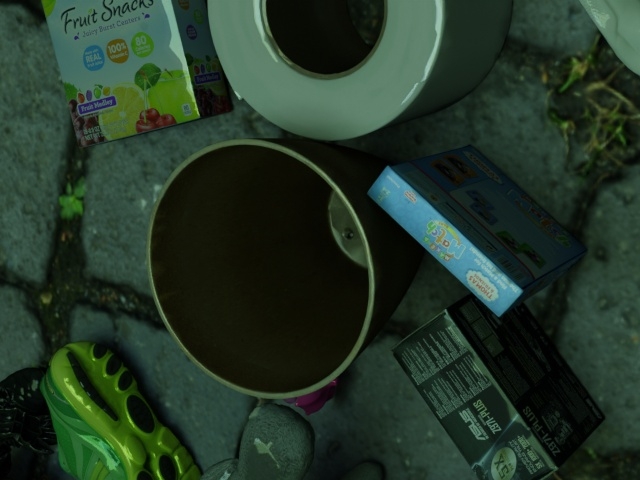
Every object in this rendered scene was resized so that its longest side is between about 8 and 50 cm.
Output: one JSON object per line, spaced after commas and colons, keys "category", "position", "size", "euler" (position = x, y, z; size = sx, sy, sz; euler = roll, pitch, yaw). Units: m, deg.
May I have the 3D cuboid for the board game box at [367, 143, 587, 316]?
{"category": "board game box", "position": [0.150, -0.016, 1.248], "size": [0.160, 0.211, 0.039], "euler": [44, 115, 13]}

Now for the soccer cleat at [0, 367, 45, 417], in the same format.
{"category": "soccer cleat", "position": [-0.409, 0.213, 1.694], "size": [0.179, 0.072, 0.060], "euler": [-33, 76, 31]}

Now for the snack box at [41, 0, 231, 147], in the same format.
{"category": "snack box", "position": [-0.206, -0.219, 1.480], "size": [0.174, 0.070, 0.207], "euler": [-11, 95, 31]}

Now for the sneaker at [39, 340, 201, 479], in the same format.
{"category": "sneaker", "position": [-0.233, 0.257, 1.607], "size": [0.123, 0.109, 0.295], "euler": [-33, 84, 50]}

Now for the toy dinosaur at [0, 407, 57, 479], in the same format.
{"category": "toy dinosaur", "position": [-0.420, 0.320, 1.652], "size": [0.322, 0.164, 0.218], "euler": [17, 136, -22]}

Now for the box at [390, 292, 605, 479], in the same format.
{"category": "box", "position": [0.173, 0.140, 1.311], "size": [0.077, 0.147, 0.180], "euler": [-39, 83, 30]}

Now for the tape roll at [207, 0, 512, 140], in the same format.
{"category": "tape roll", "position": [0.039, -0.226, 1.284], "size": [0.246, 0.169, 0.246], "euler": [8, 106, 28]}

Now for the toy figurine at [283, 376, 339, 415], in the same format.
{"category": "toy figurine", "position": [-0.055, 0.126, 1.469], "size": [0.159, 0.130, 0.173], "euler": [44, 141, 3]}

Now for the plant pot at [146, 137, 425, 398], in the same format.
{"category": "plant pot", "position": [0.000, 0.000, 1.311], "size": [0.237, 0.254, 0.237], "euler": [7, 106, 27]}

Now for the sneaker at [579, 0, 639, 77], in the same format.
{"category": "sneaker", "position": [0.310, -0.185, 1.208], "size": [0.094, 0.080, 0.212], "euler": [-41, 88, 18]}

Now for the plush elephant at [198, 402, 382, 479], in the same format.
{"category": "plush elephant", "position": [-0.018, 0.331, 1.424], "size": [0.272, 0.255, 0.330], "euler": [41, 111, 4]}
